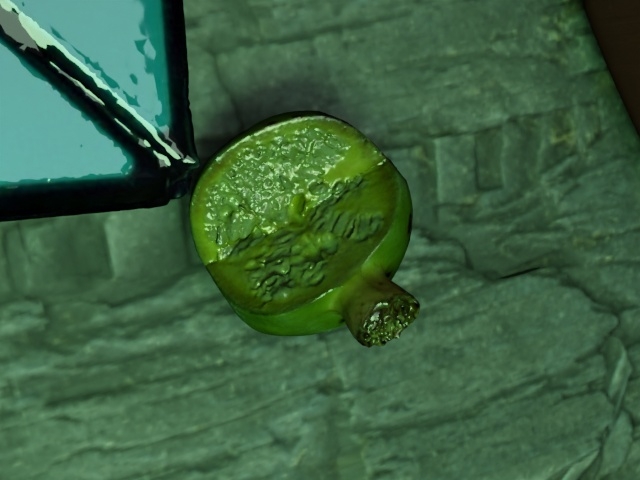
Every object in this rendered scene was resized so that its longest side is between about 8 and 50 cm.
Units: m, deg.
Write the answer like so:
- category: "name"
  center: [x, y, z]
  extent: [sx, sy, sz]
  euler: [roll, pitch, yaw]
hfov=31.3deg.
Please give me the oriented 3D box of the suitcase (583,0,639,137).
- category: "suitcase"
  center: [0.350, -0.137, 0.793]
  extent: [0.161, 0.297, 0.236]
  euler: [-37, 111, -23]

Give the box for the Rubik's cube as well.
- category: "Rubik's cube"
  center: [-0.218, -0.141, 0.572]
  extent: [0.246, 0.250, 0.248]
  euler: [-7, 102, -22]

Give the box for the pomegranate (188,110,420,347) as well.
- category: "pomegranate"
  center: [0.000, 0.002, 0.749]
  extent: [0.143, 0.122, 0.169]
  euler: [-43, 76, -7]
